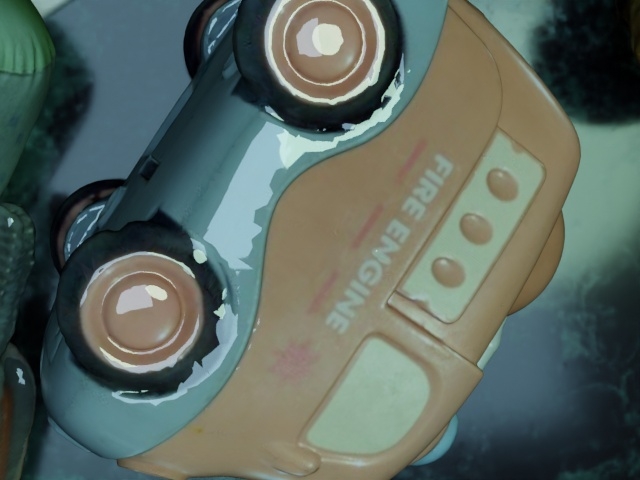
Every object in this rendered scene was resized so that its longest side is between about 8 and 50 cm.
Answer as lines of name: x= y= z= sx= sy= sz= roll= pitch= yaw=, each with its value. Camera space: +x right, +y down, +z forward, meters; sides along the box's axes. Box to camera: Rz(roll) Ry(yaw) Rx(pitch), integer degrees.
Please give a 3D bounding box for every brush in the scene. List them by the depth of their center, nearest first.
brush: x=-0.198 y=0.129 z=0.567 sx=0.070 sy=0.051 sz=0.323 roll=23 pitch=108 yaw=18

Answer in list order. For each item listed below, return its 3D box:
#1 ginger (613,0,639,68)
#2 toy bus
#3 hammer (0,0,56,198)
ginger: x=0.337 y=-0.213 z=0.579 sx=0.254 sy=0.176 sz=0.418 roll=36 pitch=84 yaw=-1
toy bus: x=0.000 y=0.000 z=0.561 sx=0.232 sy=0.194 sz=0.288 roll=32 pitch=89 yaw=-20
hammer: x=-0.296 y=-0.111 z=0.551 sx=0.335 sy=0.119 sz=0.206 roll=37 pitch=112 yaw=8
